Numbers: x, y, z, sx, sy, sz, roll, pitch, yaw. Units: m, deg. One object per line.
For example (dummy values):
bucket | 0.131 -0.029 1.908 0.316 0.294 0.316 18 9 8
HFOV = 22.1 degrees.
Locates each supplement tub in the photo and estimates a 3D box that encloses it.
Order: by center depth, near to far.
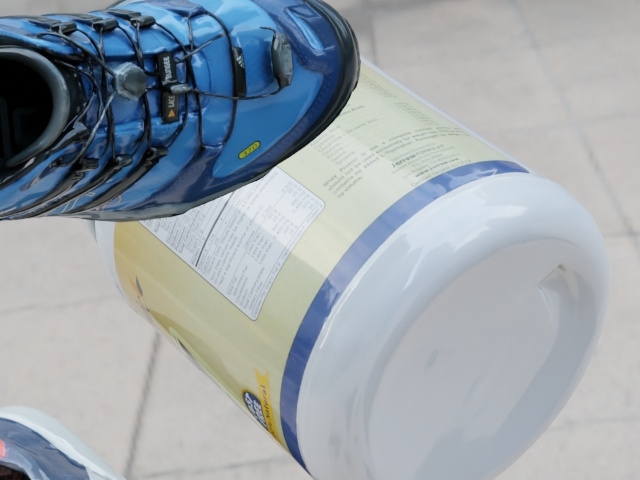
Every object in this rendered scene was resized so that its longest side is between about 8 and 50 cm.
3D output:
supplement tub | 0.000 0.000 1.041 0.228 0.228 0.316 -21 42 -32

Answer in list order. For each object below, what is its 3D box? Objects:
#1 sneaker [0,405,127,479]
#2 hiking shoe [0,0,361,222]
sneaker | -0.148 0.242 1.164 0.350 0.131 0.148 22 20 20
hiking shoe | -0.109 -0.054 0.750 0.304 0.113 0.132 -15 8 -21
